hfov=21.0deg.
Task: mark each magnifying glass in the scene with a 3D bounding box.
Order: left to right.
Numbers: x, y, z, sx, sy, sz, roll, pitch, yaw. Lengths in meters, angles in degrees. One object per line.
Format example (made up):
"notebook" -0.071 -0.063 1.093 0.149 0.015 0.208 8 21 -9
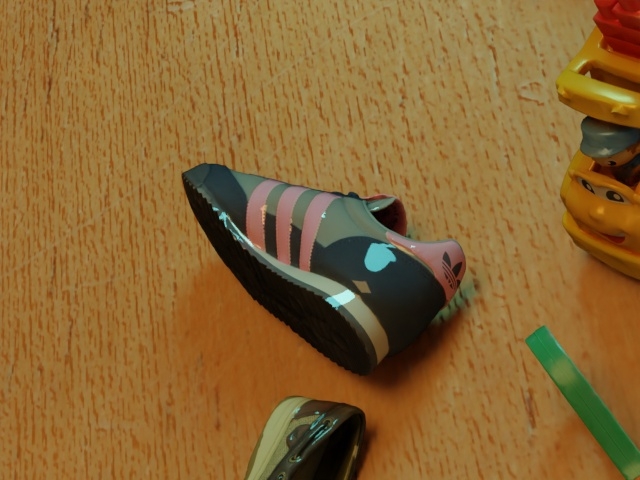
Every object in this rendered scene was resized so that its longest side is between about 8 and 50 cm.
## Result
"magnifying glass" 0.207 0.145 1.170 0.026 0.092 0.231 -35 51 5

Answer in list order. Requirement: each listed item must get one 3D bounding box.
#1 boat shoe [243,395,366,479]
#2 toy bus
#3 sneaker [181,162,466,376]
"boat shoe" -0.024 0.213 1.298 0.073 0.080 0.224 -11 46 40
"toy bus" 0.245 -0.108 1.247 0.149 0.211 0.220 28 78 47
"sneaker" 0.000 0.000 1.460 0.131 0.112 0.319 -35 41 -15
